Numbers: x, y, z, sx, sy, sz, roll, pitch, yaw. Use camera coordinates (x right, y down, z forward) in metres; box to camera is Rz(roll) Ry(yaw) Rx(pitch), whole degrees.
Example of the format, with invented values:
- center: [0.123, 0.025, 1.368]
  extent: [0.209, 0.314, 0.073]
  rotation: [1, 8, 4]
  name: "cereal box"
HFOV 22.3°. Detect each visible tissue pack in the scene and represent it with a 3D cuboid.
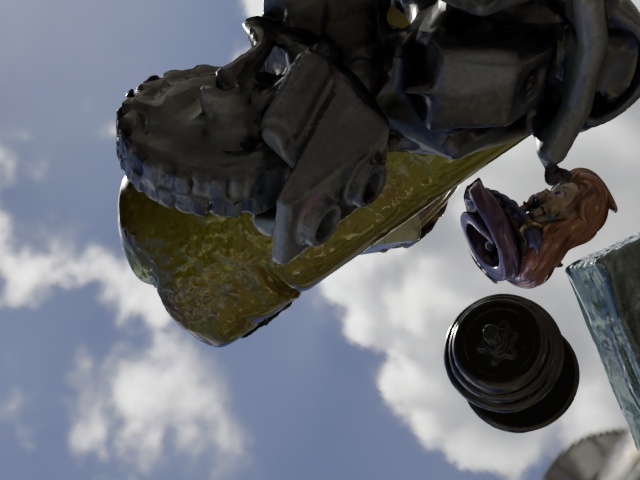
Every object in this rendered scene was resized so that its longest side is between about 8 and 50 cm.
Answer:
- center: [0.439, 0.068, 1.737]
  extent: [0.316, 0.103, 0.228]
  rotation: [-24, -89, -21]
  name: "tissue pack"

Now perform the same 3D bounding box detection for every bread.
- center: [0.017, -0.082, 1.066]
  extent: [0.112, 0.383, 0.166]
  rotation: [31, -149, -48]
  name: "bread"

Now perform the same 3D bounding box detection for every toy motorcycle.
- center: [0.043, -0.072, 0.694]
  extent: [0.159, 0.106, 0.270]
  rotation: [25, -137, 23]
  name: "toy motorcycle"

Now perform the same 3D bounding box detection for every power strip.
- center: [0.000, 0.000, 1.489]
  extent: [0.192, 0.081, 0.035]
  rotation: [-7, -99, -25]
  name: "power strip"

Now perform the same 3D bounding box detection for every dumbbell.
- center: [0.157, 0.102, 1.326]
  extent: [0.099, 0.099, 0.208]
  rotation: [46, 179, 24]
  name: "dumbbell"

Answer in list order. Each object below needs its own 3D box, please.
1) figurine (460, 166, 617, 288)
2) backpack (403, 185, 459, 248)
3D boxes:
- center: [0.214, -0.011, 1.589]
  extent: [0.157, 0.114, 0.126]
  rotation: [-7, -179, -19]
  name: "figurine"
- center: [0.121, -0.184, 1.880]
  extent: [0.201, 0.353, 0.378]
  rotation: [34, -152, -10]
  name: "backpack"
